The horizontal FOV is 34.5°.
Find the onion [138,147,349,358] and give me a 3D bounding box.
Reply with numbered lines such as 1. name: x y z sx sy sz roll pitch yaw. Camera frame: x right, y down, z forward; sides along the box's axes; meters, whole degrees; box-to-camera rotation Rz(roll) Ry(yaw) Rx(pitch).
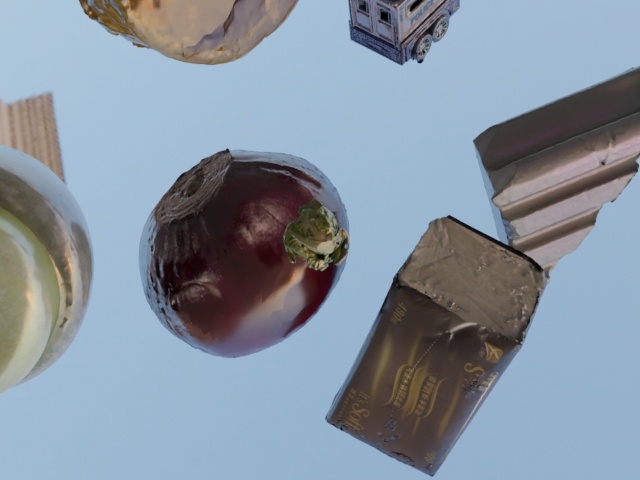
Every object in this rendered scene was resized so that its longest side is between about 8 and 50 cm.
1. onion: -0.100 0.016 1.522 0.336 0.282 0.260 -33 -156 -13

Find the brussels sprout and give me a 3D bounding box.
1. brussels sprout: 0.000 0.000 1.280 0.085 0.085 0.058 -38 -147 -11

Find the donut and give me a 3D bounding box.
1. donut: -0.135 -0.349 1.035 0.159 0.330 0.330 18 -117 33

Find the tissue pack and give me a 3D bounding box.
1. tissue pack: 0.170 0.168 1.577 0.209 0.370 0.198 25 -136 5

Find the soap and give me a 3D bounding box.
1. soap: 0.400 -0.089 1.597 0.302 0.258 0.159 -21 -140 3

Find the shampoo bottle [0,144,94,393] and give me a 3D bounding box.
1. shampoo bottle: -0.452 0.033 1.314 0.322 0.323 0.317 -18 -158 2

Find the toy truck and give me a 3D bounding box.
1. toy truck: 0.167 -0.419 1.647 0.124 0.155 0.268 32 -114 25
